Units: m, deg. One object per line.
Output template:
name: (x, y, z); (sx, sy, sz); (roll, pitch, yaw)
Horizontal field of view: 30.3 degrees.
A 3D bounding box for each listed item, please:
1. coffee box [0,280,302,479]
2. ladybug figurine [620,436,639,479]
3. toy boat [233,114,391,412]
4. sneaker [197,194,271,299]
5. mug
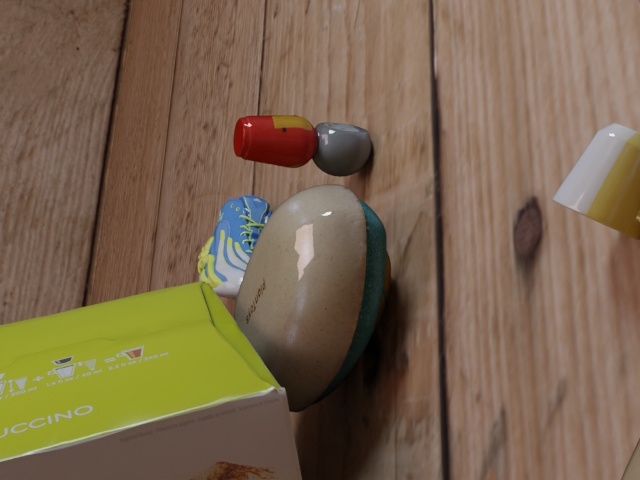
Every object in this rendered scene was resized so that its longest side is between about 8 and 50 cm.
coffee box: (-0.206, 0.266, 1.108); (0.338, 0.337, 0.334); (-139, 38, -69)
ladybug figurine: (0.237, 0.111, 0.330); (0.449, 0.162, 0.305); (-62, 35, 7)
toy boat: (0.000, 0.000, 1.198); (0.267, 0.148, 0.318); (121, 147, -52)
sneaker: (-0.106, 0.004, 1.527); (0.240, 0.091, 0.126); (-150, 75, -71)
mug: (0.202, -0.038, 0.778); (0.064, 0.078, 0.062); (-65, -12, 6)
